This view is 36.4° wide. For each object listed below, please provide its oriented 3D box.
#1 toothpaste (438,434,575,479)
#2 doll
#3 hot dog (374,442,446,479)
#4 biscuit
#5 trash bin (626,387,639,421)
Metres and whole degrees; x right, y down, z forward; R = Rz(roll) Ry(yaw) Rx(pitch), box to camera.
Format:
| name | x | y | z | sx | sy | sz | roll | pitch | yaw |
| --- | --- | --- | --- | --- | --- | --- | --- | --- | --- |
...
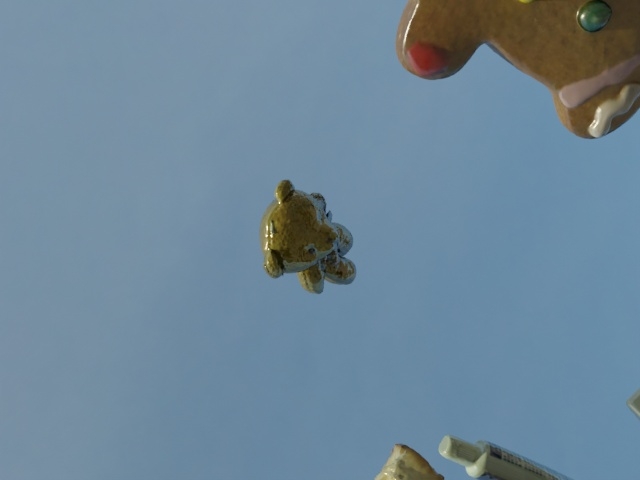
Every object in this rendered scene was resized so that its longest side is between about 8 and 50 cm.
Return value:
| name | x | y | z | sx | sy | sz | roll | pitch | yaw |
| --- | --- | --- | --- | --- | --- | --- | --- | --- | --- |
| toothpaste | 0.210 | 0.233 | 0.934 | 0.216 | 0.062 | 0.037 | 24 | -76 | -15 |
| doll | 0.000 | 0.000 | 1.275 | 0.209 | 0.097 | 0.137 | 18 | -105 | -57 |
| hot dog | 0.072 | 0.265 | 0.744 | 0.103 | 0.146 | 0.213 | 23 | -141 | -16 |
| biscuit | 0.192 | -0.272 | 0.991 | 0.432 | 0.283 | 0.064 | 26 | -157 | -16 |
| trash bin | 0.544 | 0.196 | 1.271 | 0.236 | 0.177 | 0.101 | -42 | -48 | 4 |
